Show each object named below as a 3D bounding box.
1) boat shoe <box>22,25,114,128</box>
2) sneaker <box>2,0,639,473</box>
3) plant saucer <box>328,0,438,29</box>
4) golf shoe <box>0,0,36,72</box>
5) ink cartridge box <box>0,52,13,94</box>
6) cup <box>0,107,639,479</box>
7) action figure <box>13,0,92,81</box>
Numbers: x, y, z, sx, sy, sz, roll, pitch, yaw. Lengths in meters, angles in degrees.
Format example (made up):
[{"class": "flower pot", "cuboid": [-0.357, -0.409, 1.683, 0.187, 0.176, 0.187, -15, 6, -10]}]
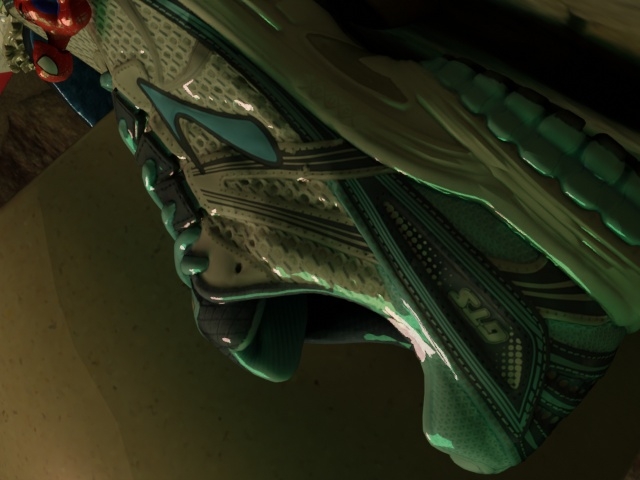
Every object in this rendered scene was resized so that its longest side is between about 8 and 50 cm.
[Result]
[{"class": "boat shoe", "cuboid": [-0.064, -0.067, 0.758, 0.258, 0.109, 0.089, 34, 179, -25]}, {"class": "sneaker", "cuboid": [-0.023, -0.025, 0.435, 0.283, 0.122, 0.110, 31, 179, 28]}, {"class": "plant saucer", "cuboid": [0.000, -0.093, 0.431, 0.083, 0.015, 0.083, 31, 178, 1]}, {"class": "golf shoe", "cuboid": [-0.192, -0.168, 0.799, 0.086, 0.069, 0.176, 53, 167, 10]}, {"class": "ink cartridge box", "cuboid": [-0.303, -0.158, 0.898, 0.175, 0.072, 0.127, 2, 162, -27]}, {"class": "cup", "cuboid": [-0.037, 0.042, 0.610, 0.237, 0.331, 0.331, 48, 175, -11]}, {"class": "action figure", "cuboid": [-0.097, -0.105, 0.411, 0.038, 0.030, 0.115, 24, 134, 45]}]
